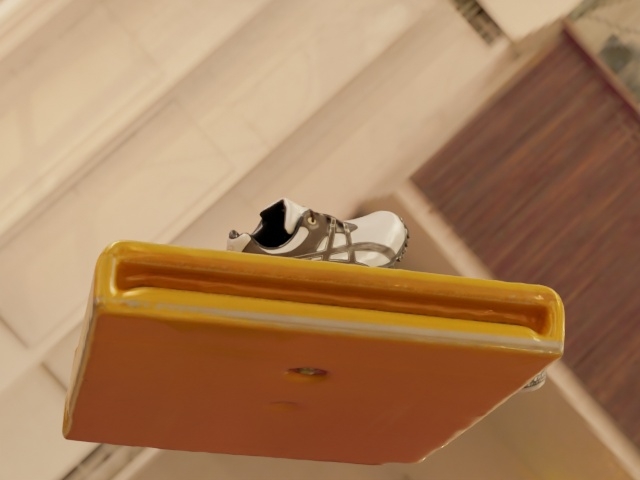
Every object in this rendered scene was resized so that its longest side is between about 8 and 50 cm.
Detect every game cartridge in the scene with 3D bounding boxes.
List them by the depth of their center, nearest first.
[{"bbox_3d":[-0.025,0.090,0.982,0.285,0.052,0.323,7,-21,-12],"label":"game cartridge"}]

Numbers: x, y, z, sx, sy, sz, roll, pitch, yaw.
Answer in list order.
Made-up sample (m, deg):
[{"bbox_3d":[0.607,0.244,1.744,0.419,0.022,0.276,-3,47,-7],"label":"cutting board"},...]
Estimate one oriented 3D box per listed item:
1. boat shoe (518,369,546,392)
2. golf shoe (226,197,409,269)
[{"bbox_3d":[0.087,0.066,1.190,0.219,0.078,0.070,10,-70,31],"label":"boat shoe"},{"bbox_3d":[0.000,0.000,1.237,0.077,0.198,0.094,8,-63,45],"label":"golf shoe"}]
